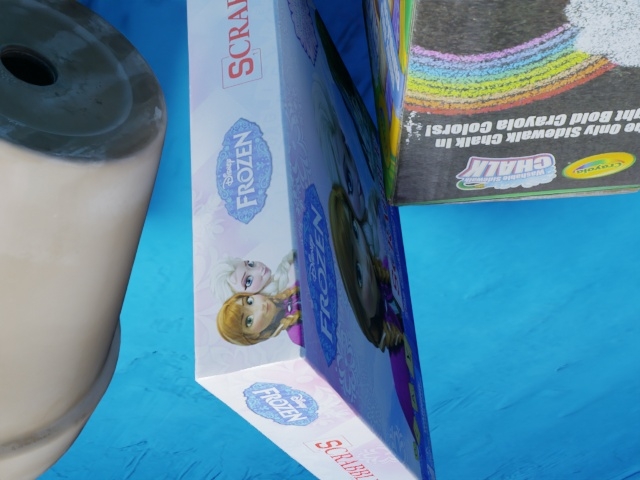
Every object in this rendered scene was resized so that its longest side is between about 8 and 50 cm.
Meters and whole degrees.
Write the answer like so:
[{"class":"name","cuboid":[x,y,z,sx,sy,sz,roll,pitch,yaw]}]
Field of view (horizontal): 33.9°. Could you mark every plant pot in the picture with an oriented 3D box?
[{"class":"plant pot","cuboid":[-0.253,-0.023,0.728,0.323,0.323,0.280,15,130,-30]}]

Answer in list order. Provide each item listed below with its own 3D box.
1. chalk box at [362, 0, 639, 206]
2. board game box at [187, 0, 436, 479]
[{"class":"chalk box","cuboid":[0.122,-0.139,0.653,0.180,0.179,0.289,-3,152,-3]},{"class":"board game box","cuboid":[0.000,0.000,0.743,0.066,0.318,0.318,-13,150,14]}]
